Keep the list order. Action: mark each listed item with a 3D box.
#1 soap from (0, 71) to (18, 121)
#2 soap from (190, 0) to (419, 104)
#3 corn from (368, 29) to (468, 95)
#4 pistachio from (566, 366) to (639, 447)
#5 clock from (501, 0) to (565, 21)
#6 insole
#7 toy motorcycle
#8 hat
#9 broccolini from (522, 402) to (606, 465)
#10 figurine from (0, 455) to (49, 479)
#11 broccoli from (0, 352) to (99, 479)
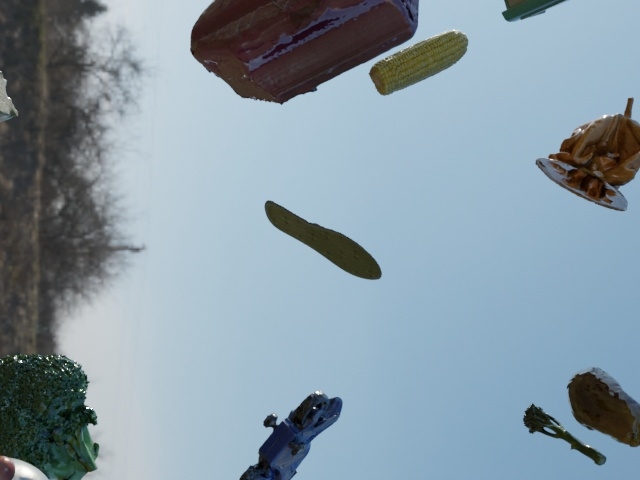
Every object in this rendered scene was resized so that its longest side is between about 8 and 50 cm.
[{"bbox_3d":[-0.895,-0.320,2.037,0.259,0.281,0.143,35,37,-79],"label":"soap"},{"bbox_3d":[-0.029,-0.296,1.142,0.324,0.127,0.220,-19,-138,29],"label":"soap"},{"bbox_3d":[0.213,-0.385,1.893,0.081,0.248,0.081,46,-27,32],"label":"corn"},{"bbox_3d":[0.439,0.260,1.384,0.089,0.049,0.173,-53,-148,11],"label":"pistachio"},{"bbox_3d":[0.401,-0.520,1.498,0.262,0.116,0.231,-7,-80,65],"label":"clock"},{"bbox_3d":[0.000,0.000,1.766,0.322,0.007,0.109,29,-36,33],"label":"insole"},{"bbox_3d":[-0.049,0.320,1.376,0.076,0.114,0.205,40,-89,27],"label":"toy motorcycle"},{"bbox_3d":[0.631,-0.221,1.953,0.233,0.244,0.233,-62,-176,-2],"label":"hat"},{"bbox_3d":[0.547,0.450,1.999,0.216,0.058,0.067,37,-42,46],"label":"broccolini"},{"bbox_3d":[-0.391,0.306,1.016,0.183,0.226,0.160,-49,-169,6],"label":"figurine"},{"bbox_3d":[-0.513,0.335,1.530,0.275,0.308,0.308,49,-6,-24],"label":"broccoli"}]
